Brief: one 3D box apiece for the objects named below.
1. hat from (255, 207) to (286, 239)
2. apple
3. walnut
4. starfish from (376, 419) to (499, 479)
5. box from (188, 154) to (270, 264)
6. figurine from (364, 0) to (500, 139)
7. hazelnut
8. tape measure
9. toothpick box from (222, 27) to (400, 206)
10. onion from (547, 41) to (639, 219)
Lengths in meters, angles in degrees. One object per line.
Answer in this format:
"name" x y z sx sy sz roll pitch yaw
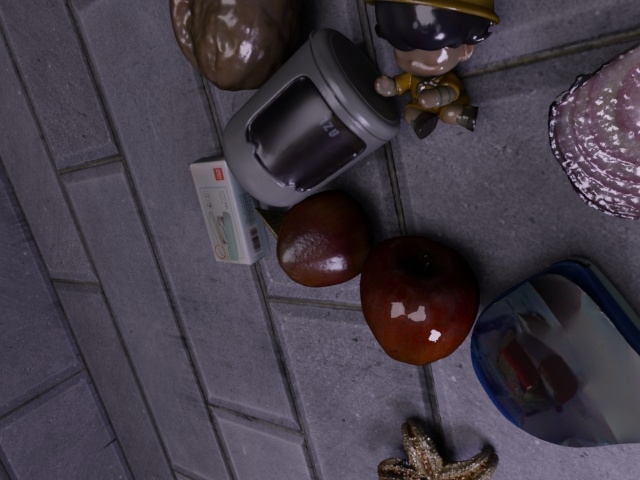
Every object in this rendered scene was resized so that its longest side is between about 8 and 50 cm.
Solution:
"hat" -0.083 -0.036 1.066 0.146 0.067 0.146 52 173 9
"apple" 0.175 0.109 0.832 0.234 0.234 0.234 16 120 31
"walnut" -0.146 -0.401 0.827 0.273 0.227 0.273 14 115 33
"starfish" 0.271 0.560 1.044 0.312 0.113 0.303 25 122 37
"box" -0.223 -0.077 1.136 0.135 0.079 0.270 3 112 36
"figurine" 0.166 -0.294 0.688 0.192 0.167 0.257 15 142 27
"hazelnut" 0.000 0.000 0.919 0.208 0.208 0.208 16 120 31
"tape measure" 0.383 0.184 0.730 0.262 0.138 0.259 -46 67 45
"toothpick box" -0.037 -0.198 0.832 0.316 0.229 0.229 -32 90 32
"onion" 0.435 -0.159 0.589 0.250 0.111 0.247 -28 115 32
